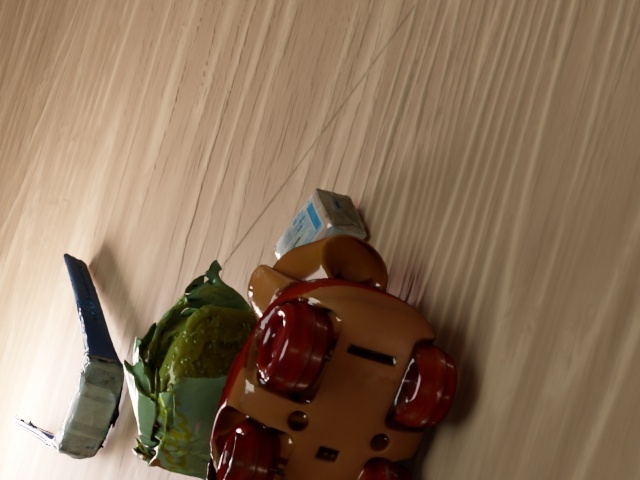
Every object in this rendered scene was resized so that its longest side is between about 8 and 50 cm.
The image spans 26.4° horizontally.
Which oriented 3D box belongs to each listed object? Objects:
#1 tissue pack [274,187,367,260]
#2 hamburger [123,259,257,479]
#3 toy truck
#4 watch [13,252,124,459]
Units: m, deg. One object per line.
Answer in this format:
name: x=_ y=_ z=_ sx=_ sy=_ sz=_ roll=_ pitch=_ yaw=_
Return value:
tissue pack: x=0.000 y=0.000 z=1.463 sx=0.094 sy=0.059 sz=0.074 roll=-54 pitch=37 yaw=29
hamburger: x=-0.100 y=0.136 z=1.415 sx=0.125 sy=0.214 sz=0.235 roll=-6 pitch=63 yaw=45
toy truck: x=-0.003 y=0.132 z=1.289 sx=0.265 sy=0.189 sz=0.239 roll=-67 pitch=20 yaw=11
watch: x=-0.343 y=0.166 z=1.945 sx=0.274 sy=0.068 sz=0.276 roll=9 pitch=82 yaw=64
